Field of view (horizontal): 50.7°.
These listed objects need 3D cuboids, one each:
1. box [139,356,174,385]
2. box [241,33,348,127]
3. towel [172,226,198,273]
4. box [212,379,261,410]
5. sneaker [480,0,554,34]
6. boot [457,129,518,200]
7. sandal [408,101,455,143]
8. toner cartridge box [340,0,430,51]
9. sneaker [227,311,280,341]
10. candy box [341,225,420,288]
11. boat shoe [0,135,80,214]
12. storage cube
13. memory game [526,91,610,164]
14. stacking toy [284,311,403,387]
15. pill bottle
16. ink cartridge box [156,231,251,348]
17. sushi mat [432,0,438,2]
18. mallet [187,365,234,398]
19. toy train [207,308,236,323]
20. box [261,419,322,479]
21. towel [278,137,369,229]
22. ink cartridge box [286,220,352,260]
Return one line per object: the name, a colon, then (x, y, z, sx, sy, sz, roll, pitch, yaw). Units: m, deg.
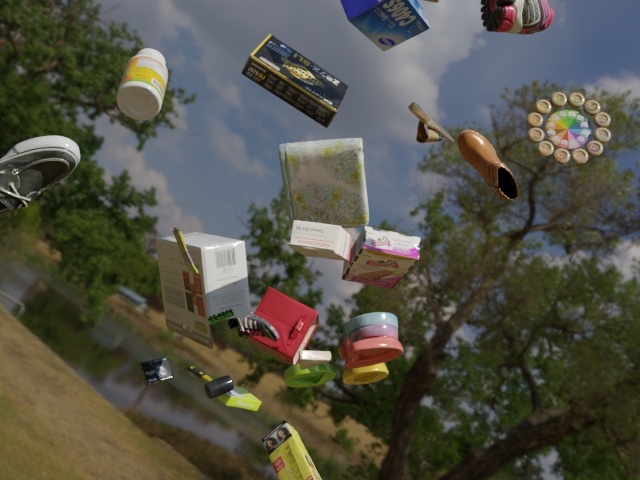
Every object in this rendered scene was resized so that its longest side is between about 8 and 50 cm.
box: (-0.472, 0.376, 1.947, 0.018, 0.083, 0.067, -52, -126, 43)
box: (-0.075, -0.524, 2.205, 0.322, 0.079, 0.257, 32, 30, -8)
towel: (-0.238, 0.017, 1.188, 0.060, 0.009, 0.083, 15, -53, 67)
box: (-0.295, 0.526, 2.290, 0.109, 0.042, 0.178, 27, -2, 40)
sneaker: (0.358, -0.516, 1.248, 0.112, 0.299, 0.121, 3, -10, -12)
boot: (0.576, -0.254, 2.316, 0.283, 0.109, 0.220, 59, 10, -8)
sandal: (0.309, -0.330, 2.017, 0.240, 0.079, 0.088, 25, 27, -50)
toner cartridge box: (0.194, -0.652, 1.945, 0.348, 0.165, 0.075, -3, 73, -68)
sneaker: (-0.189, 0.246, 1.871, 0.170, 0.075, 0.063, 27, -22, 24)
candy box: (0.164, 0.053, 1.881, 0.159, 0.071, 0.233, 11, -27, -8)
boat shoe: (-0.671, -0.112, 1.468, 0.121, 0.335, 0.119, 55, 14, -50)
storage cube: (-0.131, 0.298, 2.300, 0.193, 0.183, 0.215, 27, -16, 7)
memory game: (0.554, -0.253, 1.514, 0.186, 0.186, 0.012, 29, -14, 15)
stacking toy: (0.049, 0.262, 1.686, 0.279, 0.130, 0.309, -3, -28, -13)
pill bottle: (-0.559, -0.505, 2.149, 0.136, 0.245, 0.136, -1, -45, -1)
ink cartridge box: (-0.324, 0.127, 1.859, 0.130, 0.271, 0.309, -10, 11, -34)
sushi mat: (0.221, -0.796, 2.116, 0.316, 0.019, 0.151, 1, 21, -40)
mallet: (-0.258, 0.318, 1.576, 0.190, 0.062, 0.039, 15, -62, 64)
toy train: (-0.243, 0.188, 1.667, 0.083, 0.017, 0.024, -21, -43, 29)
box: (-0.067, 0.555, 1.664, 0.058, 0.087, 0.232, 49, 1, -36)
towel: (0.018, -0.208, 2.604, 0.321, 0.090, 0.374, -5, -61, 6)
ink cartridge box: (0.000, 0.000, 1.580, 0.115, 0.067, 0.198, 7, -7, 12)
